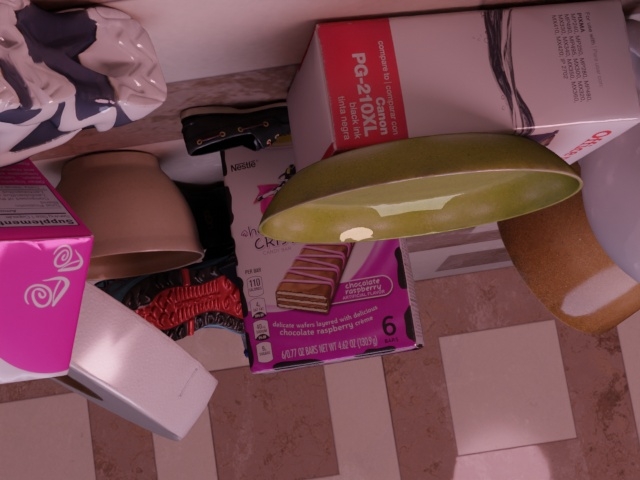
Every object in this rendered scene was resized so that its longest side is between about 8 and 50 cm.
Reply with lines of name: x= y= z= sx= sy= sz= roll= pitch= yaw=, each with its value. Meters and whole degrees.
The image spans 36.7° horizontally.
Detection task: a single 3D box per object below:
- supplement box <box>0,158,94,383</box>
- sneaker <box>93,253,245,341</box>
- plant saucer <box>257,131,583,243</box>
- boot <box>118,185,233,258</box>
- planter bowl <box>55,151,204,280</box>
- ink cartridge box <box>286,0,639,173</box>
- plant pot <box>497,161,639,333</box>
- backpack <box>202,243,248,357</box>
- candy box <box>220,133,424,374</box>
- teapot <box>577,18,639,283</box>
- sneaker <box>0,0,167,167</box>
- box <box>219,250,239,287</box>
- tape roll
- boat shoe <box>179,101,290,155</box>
supplement box: x=-0.256 y=-0.005 z=0.660 sx=0.114 sy=0.111 sz=0.220 roll=-2 pitch=-149 yaw=-37
sneaker: x=-0.156 y=0.058 z=1.143 sx=0.125 sy=0.104 sz=0.262 roll=8 pitch=-174 yaw=43
plant saucer: x=0.071 y=-0.038 z=0.722 sx=0.241 sy=0.037 sz=0.241 roll=-7 pitch=170 yaw=-1
boot: x=-0.208 y=-0.002 z=1.183 sx=0.263 sy=0.091 sz=0.229 roll=-4 pitch=170 yaw=-41
planter bowl: x=-0.203 y=-0.026 z=0.961 sx=0.162 sy=0.109 sz=0.162 roll=-9 pitch=172 yaw=-1
ink cartridge box: x=0.105 y=-0.106 z=0.768 sx=0.237 sy=0.100 sz=0.172 roll=-7 pitch=171 yaw=-11
plant pot: x=0.380 y=-0.046 z=1.132 sx=0.237 sy=0.237 sz=0.254 roll=0 pitch=154 yaw=-44
backpack: x=-0.045 y=0.064 z=1.455 sx=0.277 sy=0.213 sz=0.263 roll=-5 pitch=-178 yaw=-39
candy box: x=0.000 y=0.000 z=0.917 sx=0.159 sy=0.233 sz=0.071 roll=-11 pitch=170 yaw=10
teapot: x=0.323 y=-0.090 z=0.869 sx=0.253 sy=0.187 sz=0.256 roll=-25 pitch=155 yaw=-35
sneaker: x=-0.218 y=-0.090 z=0.565 sx=0.153 sy=0.094 sz=0.235 roll=-23 pitch=176 yaw=27
box: x=-0.009 y=-0.008 z=1.073 sx=0.158 sy=0.093 sz=0.156 roll=-54 pitch=-164 yaw=-28
tape roll: x=-0.288 y=0.078 z=0.960 sx=0.392 sy=0.072 sz=0.392 roll=27 pitch=162 yaw=9
boat shoe: x=-0.058 y=-0.099 z=0.862 sx=0.133 sy=0.042 sz=0.049 roll=-7 pitch=169 yaw=-18
